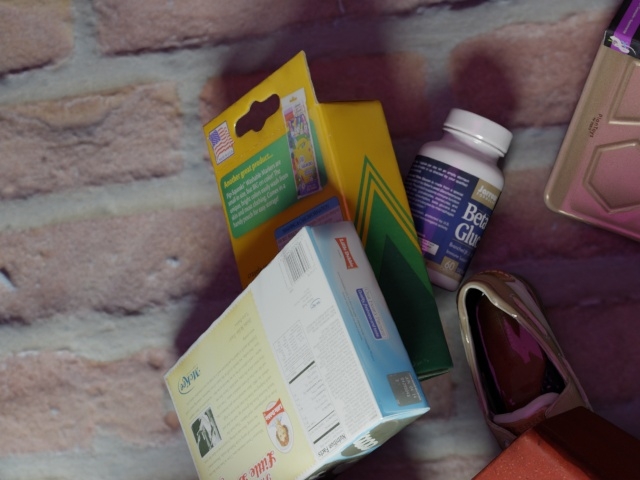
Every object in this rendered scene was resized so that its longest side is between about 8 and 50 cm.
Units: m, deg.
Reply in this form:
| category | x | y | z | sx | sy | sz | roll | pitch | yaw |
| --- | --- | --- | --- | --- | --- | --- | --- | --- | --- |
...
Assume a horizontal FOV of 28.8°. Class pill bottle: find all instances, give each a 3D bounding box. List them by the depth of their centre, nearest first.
| category | x | y | z | sx | sy | sz | roll | pitch | yaw |
| --- | --- | --- | --- | --- | --- | --- | --- | --- | --- |
| pill bottle | 0.128 | -0.042 | 1.250 | 0.094 | 0.094 | 0.169 | 24 | 90 | 17 |

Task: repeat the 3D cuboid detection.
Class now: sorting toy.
| category | x | y | z | sx | sy | sz | roll | pitch | yaw |
| --- | --- | --- | --- | --- | --- | --- | --- | --- | --- |
| sorting toy | 0.348 | -0.087 | 1.230 | 0.208 | 0.038 | 0.193 | 21 | 89 | 12 |

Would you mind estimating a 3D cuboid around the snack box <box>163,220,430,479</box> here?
| category | x | y | z | sx | sy | sz | roll | pitch | yaw |
| --- | --- | --- | --- | --- | --- | --- | --- | --- | --- |
| snack box | -0.037 | 0.143 | 1.181 | 0.322 | 0.060 | 0.187 | -45 | 59 | 47 |

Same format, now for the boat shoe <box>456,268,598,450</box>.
| category | x | y | z | sx | sy | sz | roll | pitch | yaw |
| --- | --- | --- | --- | --- | --- | --- | --- | --- | --- |
| boat shoe | 0.205 | 0.170 | 1.188 | 0.113 | 0.103 | 0.302 | -32 | 73 | 20 |

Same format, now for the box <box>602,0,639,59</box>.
| category | x | y | z | sx | sy | sz | roll | pitch | yaw |
| --- | --- | --- | --- | --- | --- | --- | --- | --- | --- |
| box | 0.374 | -0.209 | 1.218 | 0.162 | 0.029 | 0.116 | 25 | 66 | 17 |

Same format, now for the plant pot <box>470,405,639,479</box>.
| category | x | y | z | sx | sy | sz | roll | pitch | yaw |
| --- | --- | --- | --- | --- | --- | --- | --- | --- | --- |
| plant pot | 0.211 | 0.286 | 1.025 | 0.267 | 0.267 | 0.236 | -45 | 72 | 16 |

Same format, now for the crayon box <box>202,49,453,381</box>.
| category | x | y | z | sx | sy | sz | roll | pitch | yaw |
| --- | --- | --- | --- | --- | --- | --- | --- | --- | --- |
| crayon box | 0.000 | 0.000 | 1.231 | 0.203 | 0.083 | 0.323 | -28 | 73 | 52 |
